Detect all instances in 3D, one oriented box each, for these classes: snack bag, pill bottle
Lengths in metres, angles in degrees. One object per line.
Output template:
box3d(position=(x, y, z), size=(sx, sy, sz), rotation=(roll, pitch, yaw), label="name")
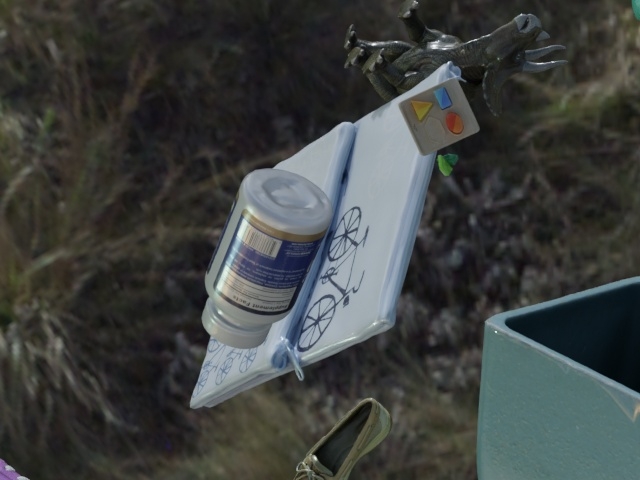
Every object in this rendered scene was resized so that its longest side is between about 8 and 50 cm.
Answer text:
box3d(position=(0.000, 0.000, 1.527), size=(0.342, 0.037, 0.323), rotation=(-27, 39, 50), label="snack bag")
box3d(position=(-0.041, 0.015, 1.030), size=(0.067, 0.120, 0.067), rotation=(17, 33, -11), label="pill bottle")

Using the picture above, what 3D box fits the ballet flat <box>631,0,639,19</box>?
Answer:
box3d(position=(0.464, -0.387, 1.996), size=(0.083, 0.087, 0.247), rotation=(-12, 30, 44), label="ballet flat")

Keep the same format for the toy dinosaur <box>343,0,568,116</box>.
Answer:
box3d(position=(0.112, -0.183, 1.662), size=(0.313, 0.160, 0.121), rotation=(-15, 45, 59), label="toy dinosaur")

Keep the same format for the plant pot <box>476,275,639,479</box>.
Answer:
box3d(position=(0.281, 0.205, 1.275), size=(0.248, 0.252, 0.247), rotation=(-11, 28, -44), label="plant pot")

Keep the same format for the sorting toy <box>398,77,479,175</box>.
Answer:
box3d(position=(0.116, -0.104, 1.387), size=(0.062, 0.012, 0.083), rotation=(-24, 83, 0), label="sorting toy")

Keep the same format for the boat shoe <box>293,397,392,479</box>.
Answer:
box3d(position=(0.014, 0.235, 1.624), size=(0.153, 0.048, 0.056), rotation=(-44, 55, -1), label="boat shoe")

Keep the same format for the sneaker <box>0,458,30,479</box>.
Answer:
box3d(position=(-0.286, 0.302, 1.610), size=(0.161, 0.102, 0.282), rotation=(-30, 57, -17), label="sneaker")
